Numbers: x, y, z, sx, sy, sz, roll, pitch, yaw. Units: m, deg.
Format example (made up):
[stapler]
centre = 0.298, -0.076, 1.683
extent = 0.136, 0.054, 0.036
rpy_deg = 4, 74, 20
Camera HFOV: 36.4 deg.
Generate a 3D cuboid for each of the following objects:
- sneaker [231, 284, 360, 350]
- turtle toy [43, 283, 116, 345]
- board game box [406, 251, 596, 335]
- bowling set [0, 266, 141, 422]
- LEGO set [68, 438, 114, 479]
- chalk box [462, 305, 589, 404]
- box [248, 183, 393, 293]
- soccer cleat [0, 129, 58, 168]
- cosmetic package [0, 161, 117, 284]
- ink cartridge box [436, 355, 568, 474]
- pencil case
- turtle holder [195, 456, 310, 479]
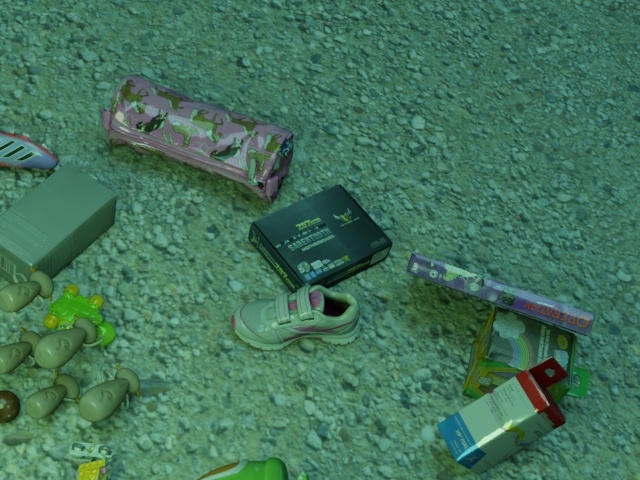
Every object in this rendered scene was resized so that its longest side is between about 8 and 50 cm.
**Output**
[sneaker]
centre = -0.039, 0.131, 1.801
extent = 0.252, 0.111, 0.103
rpy_deg = -4, 53, -18
[turtle toy]
centre = -0.420, 0.143, 1.715
extent = 0.130, 0.066, 0.095
rpy_deg = 23, 51, 3
[board game box]
centre = 0.339, 0.101, 1.857
extent = 0.347, 0.208, 0.056
rpy_deg = 19, 86, 11
[bowling set]
centre = -0.461, 0.203, 1.612
extent = 0.287, 0.200, 0.154
rpy_deg = 56, 20, -2
[LEGO set]
centre = -0.378, 0.448, 1.482
extent = 0.132, 0.107, 0.287
rpy_deg = 1, 46, 31
[chalk box]
centre = 0.395, 0.239, 1.822
extent = 0.213, 0.132, 0.132
rpy_deg = 21, 48, 0
[box]
centre = 0.000, 0.000, 1.953
extent = 0.233, 0.059, 0.183
rpy_deg = -24, 60, -31
[soccer cleat]
centre = -0.642, -0.179, 1.921
extent = 0.248, 0.083, 0.095
rpy_deg = 22, 79, -4
[cosmetic package]
centre = -0.501, -0.026, 1.810
extent = 0.127, 0.107, 0.238
rpy_deg = 34, 48, 13
[ink cartridge box]
centre = 0.332, 0.303, 1.676
extent = 0.231, 0.134, 0.078
rpy_deg = -34, 57, 11
[pencil case]
centre = -0.248, -0.210, 1.995
extent = 0.386, 0.167, 0.160
rpy_deg = 20, 85, 2
[turtle holder]
centre = -0.116, 0.489, 1.440
extent = 0.227, 0.243, 0.320
rpy_deg = -6, 92, -1
